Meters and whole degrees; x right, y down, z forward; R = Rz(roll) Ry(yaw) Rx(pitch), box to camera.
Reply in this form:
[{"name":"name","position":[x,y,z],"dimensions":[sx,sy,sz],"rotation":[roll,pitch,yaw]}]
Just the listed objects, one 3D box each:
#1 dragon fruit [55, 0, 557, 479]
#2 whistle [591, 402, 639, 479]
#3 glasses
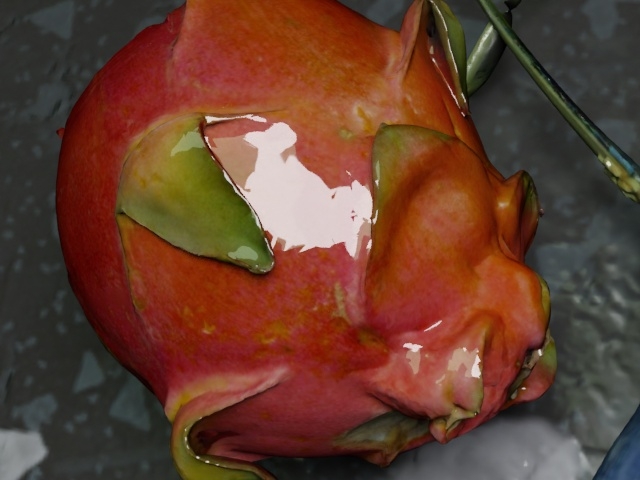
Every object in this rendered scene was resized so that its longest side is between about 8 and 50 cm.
[{"name":"dragon fruit","position":[-0.004,-0.003,0.583],"dimensions":[0.224,0.224,0.227],"rotation":[-32,81,1]},{"name":"whistle","position":[0.097,0.197,0.561],"dimensions":[0.062,0.062,0.304],"rotation":[28,79,24]},{"name":"glasses","position":[0.147,-0.123,0.680],"dimensions":[0.207,0.102,0.239],"rotation":[0,67,46]}]
